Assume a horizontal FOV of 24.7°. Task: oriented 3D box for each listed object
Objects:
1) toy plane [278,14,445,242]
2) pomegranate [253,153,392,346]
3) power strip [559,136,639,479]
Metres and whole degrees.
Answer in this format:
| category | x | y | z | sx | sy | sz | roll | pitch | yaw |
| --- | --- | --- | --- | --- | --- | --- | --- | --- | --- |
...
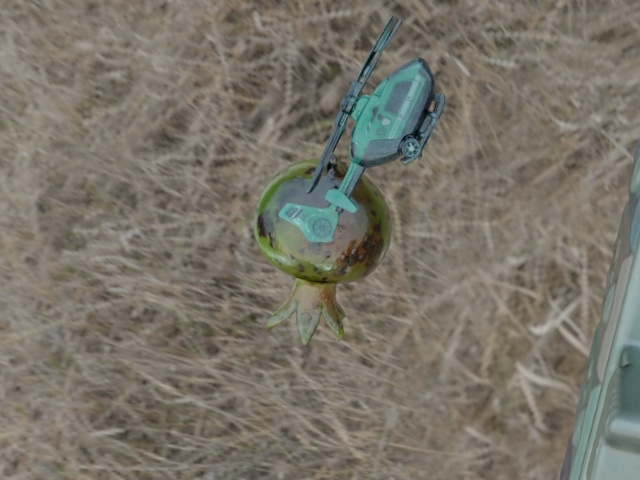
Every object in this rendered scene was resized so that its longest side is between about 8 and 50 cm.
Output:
| category | x | y | z | sx | sy | sz | roll | pitch | yaw |
| --- | --- | --- | --- | --- | --- | --- | --- | --- | --- |
| toy plane | 0.051 | -0.099 | 1.437 | 0.096 | 0.060 | 0.235 | 27 | 95 | -4 |
| pomegranate | -0.001 | 0.012 | 1.639 | 0.156 | 0.156 | 0.220 | 10 | 94 | 22 |
| power strip | 0.120 | 0.053 | 0.500 | 0.061 | 0.145 | 0.215 | 12 | 111 | 9 |
